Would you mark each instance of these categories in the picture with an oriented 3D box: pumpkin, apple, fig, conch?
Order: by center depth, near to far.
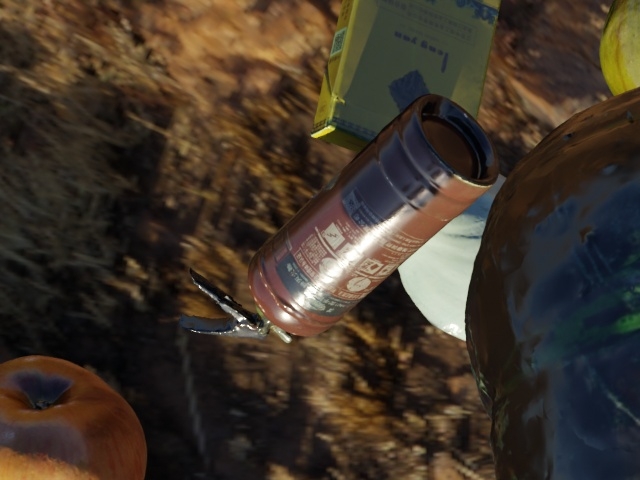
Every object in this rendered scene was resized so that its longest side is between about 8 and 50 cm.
[{"bbox_3d":[0.202,0.073,0.706,0.238,0.315,0.315,-19,77,29],"label":"pumpkin"},{"bbox_3d":[0.233,-0.185,1.094,0.124,0.124,0.236,-13,84,17],"label":"fig"},{"bbox_3d":[-0.263,0.204,1.546,0.209,0.209,0.164,24,122,20],"label":"apple"},{"bbox_3d":[0.167,0.012,1.812,0.185,0.121,0.221,-42,82,-16],"label":"conch"}]

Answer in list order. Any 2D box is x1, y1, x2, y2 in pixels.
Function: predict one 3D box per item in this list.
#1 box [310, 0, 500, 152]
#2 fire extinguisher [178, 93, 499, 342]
[{"bbox_3d":[0.093,-0.207,1.579,0.153,0.041,0.279,19,74,-23],"label":"box"},{"bbox_3d":[0.000,0.000,1.499,0.344,0.138,0.102,-42,27,33],"label":"fire extinguisher"}]
